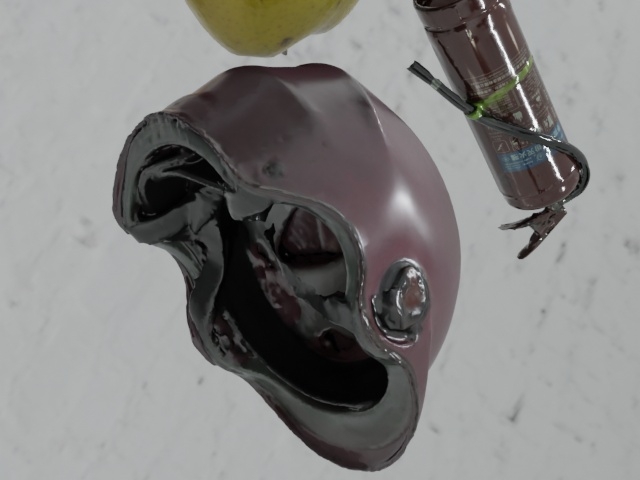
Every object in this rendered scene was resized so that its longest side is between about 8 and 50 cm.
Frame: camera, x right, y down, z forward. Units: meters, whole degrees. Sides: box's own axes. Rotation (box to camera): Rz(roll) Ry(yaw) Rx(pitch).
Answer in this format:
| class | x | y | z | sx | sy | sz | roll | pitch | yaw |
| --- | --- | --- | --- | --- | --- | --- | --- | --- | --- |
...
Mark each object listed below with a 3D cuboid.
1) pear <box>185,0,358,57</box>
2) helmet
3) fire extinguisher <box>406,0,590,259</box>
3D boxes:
| class | x | y | z | sx | sy | sz | roll | pitch | yaw |
| --- | --- | --- | --- | --- | --- | --- | --- | --- | --- |
| pear | -0.052 | -0.358 | 1.301 | 0.336 | 0.285 | 0.285 | -61 | -171 | 21 |
| helmet | 0.000 | 0.000 | 1.087 | 0.197 | 0.338 | 0.271 | -45 | -164 | -31 |
| fire extinguisher | 0.201 | -0.132 | 1.477 | 0.141 | 0.341 | 0.105 | -27 | -152 | 3 |
